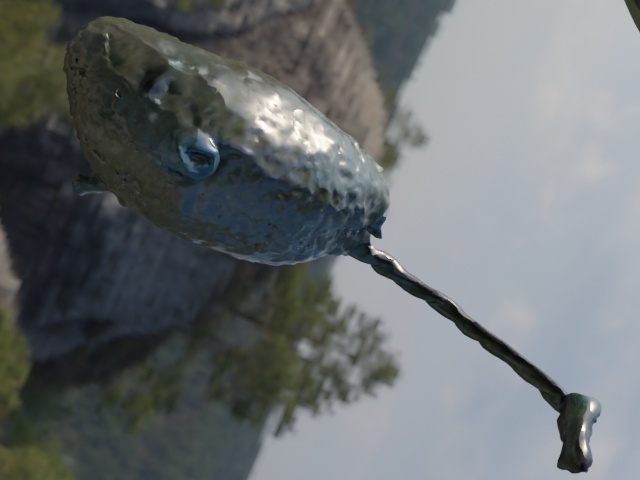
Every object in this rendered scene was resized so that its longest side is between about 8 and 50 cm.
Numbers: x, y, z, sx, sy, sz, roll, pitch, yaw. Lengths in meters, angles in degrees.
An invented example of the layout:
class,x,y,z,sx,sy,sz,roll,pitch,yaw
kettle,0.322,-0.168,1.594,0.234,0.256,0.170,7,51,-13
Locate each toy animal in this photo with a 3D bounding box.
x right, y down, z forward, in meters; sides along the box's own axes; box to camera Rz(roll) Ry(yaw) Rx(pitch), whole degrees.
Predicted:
class,x,y,z,sx,sy,sz,roll,pitch,yaw
toy animal,0.004,0.000,0.687,0.079,0.253,0.070,-57,-173,-32

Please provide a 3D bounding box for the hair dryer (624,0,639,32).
class,x,y,z,sx,sy,sz,roll,pitch,yaw
hair dryer,0.117,-0.210,0.961,0.119,0.296,0.298,-44,-144,34
